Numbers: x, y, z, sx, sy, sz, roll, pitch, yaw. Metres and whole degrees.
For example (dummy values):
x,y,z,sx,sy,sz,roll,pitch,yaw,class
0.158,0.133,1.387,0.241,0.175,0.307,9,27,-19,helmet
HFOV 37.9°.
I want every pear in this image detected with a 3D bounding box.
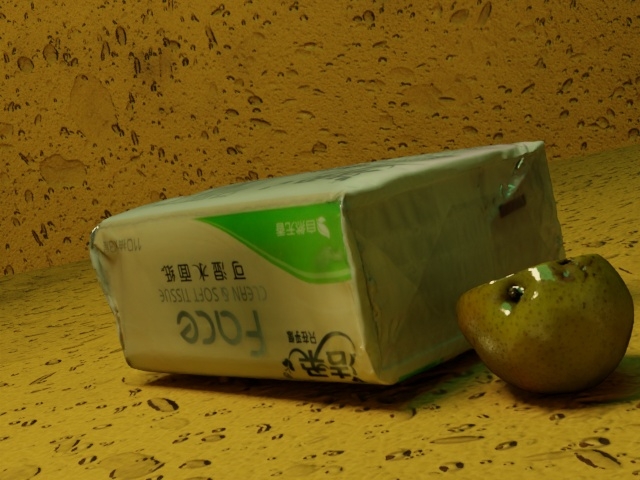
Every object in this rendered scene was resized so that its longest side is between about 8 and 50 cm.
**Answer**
x,y,z,sx,sy,sz,roll,pitch,yaw,class
0.185,0.075,0.754,0.141,0.104,0.141,-12,-17,-4,pear

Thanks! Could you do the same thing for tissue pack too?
x,y,z,sx,sy,sz,roll,pitch,yaw,class
0.007,0.024,1.012,0.332,0.205,0.405,-19,11,-43,tissue pack
